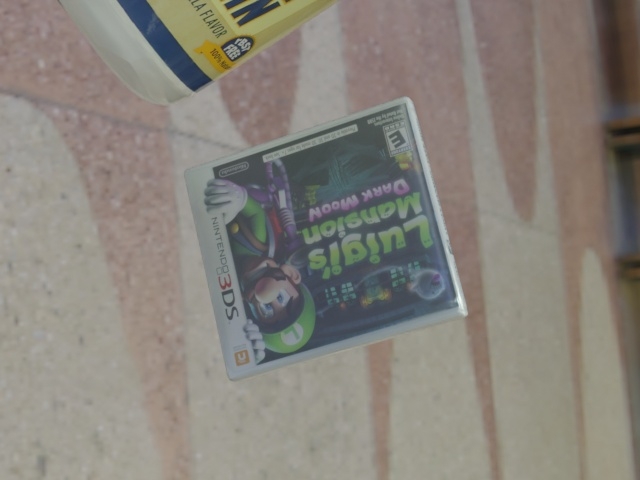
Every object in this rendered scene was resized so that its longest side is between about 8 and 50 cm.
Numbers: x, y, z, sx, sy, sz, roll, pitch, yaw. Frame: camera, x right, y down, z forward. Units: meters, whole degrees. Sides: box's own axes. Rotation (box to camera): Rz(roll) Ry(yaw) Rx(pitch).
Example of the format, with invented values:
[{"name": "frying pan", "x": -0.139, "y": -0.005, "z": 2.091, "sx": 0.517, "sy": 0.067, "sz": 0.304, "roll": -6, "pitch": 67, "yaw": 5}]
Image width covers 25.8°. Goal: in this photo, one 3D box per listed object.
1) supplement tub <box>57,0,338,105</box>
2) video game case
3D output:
[{"name": "supplement tub", "x": -0.042, "y": -0.262, "z": 0.938, "sx": 0.228, "sy": 0.316, "sz": 0.228, "roll": 56, "pitch": 5, "yaw": -7}, {"name": "video game case", "x": 0.000, "y": 0.000, "z": 1.060, "sx": 0.022, "sy": 0.190, "sz": 0.173, "roll": 27, "pitch": 48, "yaw": -70}]
